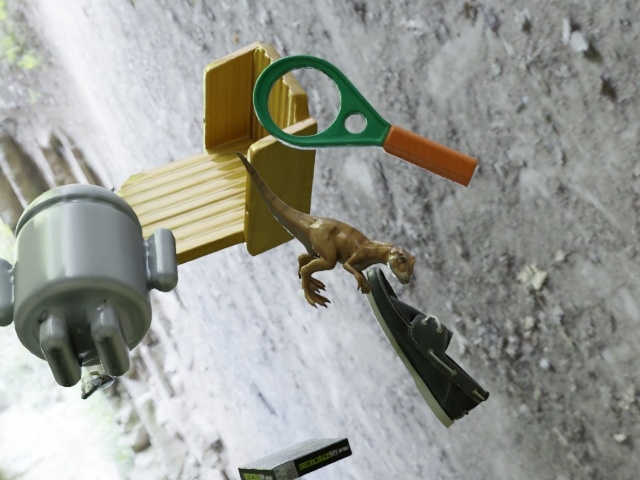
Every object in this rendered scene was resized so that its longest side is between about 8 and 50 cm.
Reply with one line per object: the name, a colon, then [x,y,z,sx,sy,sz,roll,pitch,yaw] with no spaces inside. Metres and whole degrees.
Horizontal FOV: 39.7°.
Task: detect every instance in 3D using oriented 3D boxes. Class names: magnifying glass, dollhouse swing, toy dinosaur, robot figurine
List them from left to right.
robot figurine: [-0.370,0.052,1.370,0.200,0.299,0.354,92,167,-45]
dollhouse swing: [-0.210,-0.159,1.602,0.347,0.304,0.315,-118,27,-49]
toy dinosaur: [0.000,0.000,0.896,0.211,0.064,0.112,26,109,17]
magnifying glass: [0.043,-0.110,0.868,0.230,0.092,0.026,24,172,7]

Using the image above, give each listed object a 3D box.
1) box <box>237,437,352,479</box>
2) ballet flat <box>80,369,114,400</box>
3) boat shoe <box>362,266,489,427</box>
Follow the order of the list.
box: [-0.056,0.468,1.877,0.184,0.190,0.045,-28,78,59]
ballet flat: [-0.403,0.252,1.564,0.041,0.041,0.114,60,-171,1]
boat shoe: [0.132,0.127,1.151,0.233,0.079,0.084,56,-170,-3]
